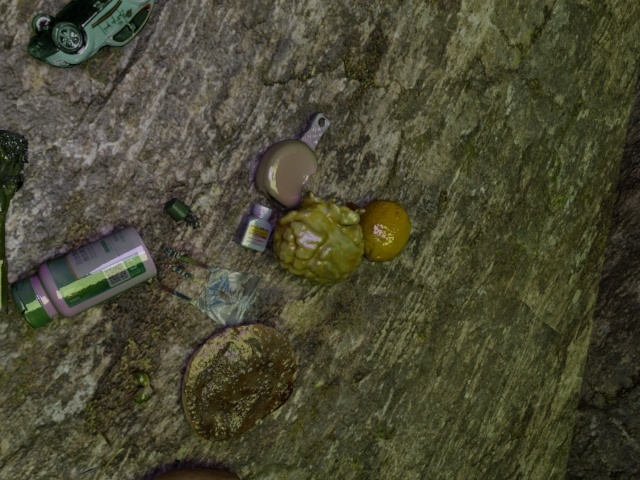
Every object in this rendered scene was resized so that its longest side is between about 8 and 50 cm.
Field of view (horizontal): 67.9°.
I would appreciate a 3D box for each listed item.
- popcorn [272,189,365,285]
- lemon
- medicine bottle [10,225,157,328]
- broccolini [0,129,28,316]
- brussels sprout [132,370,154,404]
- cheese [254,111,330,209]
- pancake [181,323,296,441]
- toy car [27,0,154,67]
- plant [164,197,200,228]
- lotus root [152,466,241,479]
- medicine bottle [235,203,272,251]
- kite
[{"bbox_3d":[0.000,0.000,1.273,0.270,0.224,0.258,-28,146,-25],"label":"popcorn"},{"bbox_3d":[0.181,-0.030,1.434,0.180,0.180,0.193,10,97,-33],"label":"lemon"},{"bbox_3d":[-0.515,0.082,1.046,0.274,0.133,0.133,-29,116,-24],"label":"medicine bottle"},{"bbox_3d":[-0.642,-0.027,0.973,0.078,0.074,0.392,1,100,-25],"label":"broccolini"},{"bbox_3d":[-0.450,0.371,1.208,0.051,0.046,0.083,-5,103,-38],"label":"brussels sprout"},{"bbox_3d":[-0.060,-0.223,1.288,0.163,0.082,0.286,42,78,-33],"label":"cheese"},{"bbox_3d":[-0.223,0.393,1.348,0.356,0.065,0.356,-9,108,-30],"label":"pancake"},{"bbox_3d":[-0.445,-0.454,0.965,0.306,0.136,0.125,-52,144,-9],"label":"toy car"},{"bbox_3d":[-0.334,-0.059,1.175,0.051,0.051,0.102,-52,128,-11],"label":"plant"},{"bbox_3d":[-0.358,0.705,1.283,0.342,0.151,0.169,21,90,-37],"label":"lotus root"},{"bbox_3d":[-0.172,-0.036,1.278,0.074,0.055,0.118,21,90,-33],"label":"medicine bottle"},{"bbox_3d":[-0.305,0.133,1.261,0.310,0.015,0.169,25,88,-34],"label":"kite"}]
